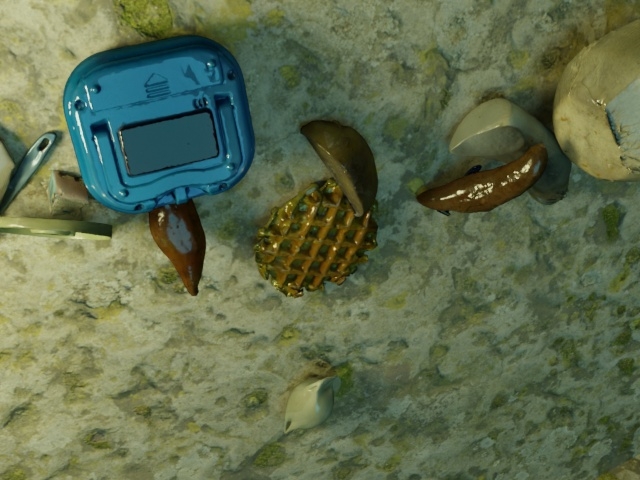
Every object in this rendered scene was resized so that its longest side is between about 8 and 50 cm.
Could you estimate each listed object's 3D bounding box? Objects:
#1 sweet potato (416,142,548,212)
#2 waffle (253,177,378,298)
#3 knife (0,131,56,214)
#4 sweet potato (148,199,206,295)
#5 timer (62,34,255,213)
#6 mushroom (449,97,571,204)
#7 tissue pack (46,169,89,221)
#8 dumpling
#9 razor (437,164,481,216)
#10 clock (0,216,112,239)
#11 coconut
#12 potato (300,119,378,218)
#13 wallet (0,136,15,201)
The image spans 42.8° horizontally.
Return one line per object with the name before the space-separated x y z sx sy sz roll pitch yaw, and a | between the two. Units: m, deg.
sweet potato | 0.389 -0.124 1.910 0.342 0.092 0.114 -21 127 36
waffle | 0.000 0.000 1.918 0.325 0.068 0.302 -29 132 0
knife | -0.612 -0.097 1.592 0.044 0.019 0.313 32 109 -31
sweet potato | -0.308 -0.044 1.713 0.112 0.112 0.359 -18 112 -11
timer | -0.296 -0.216 1.543 0.340 0.115 0.309 -15 115 -15
mushroom | 0.498 -0.201 1.957 0.397 0.126 0.177 25 139 -35
tissue pack | -0.496 -0.085 1.601 0.074 0.094 0.058 13 119 -32
dumpling | -0.020 0.441 2.234 0.229 0.124 0.151 -49 166 22
razor | 0.340 -0.129 2.001 0.044 0.028 0.154 20 116 -35
clock | -0.518 -0.022 1.566 0.235 0.235 0.029 4 87 -27
coconut | 0.723 -0.319 1.834 0.360 0.346 0.346 -35 134 -18
potato | 0.079 -0.165 1.770 0.120 0.100 0.261 -42 119 -11
wallet | -0.733 -0.115 1.491 0.335 0.068 0.275 24 115 -41
